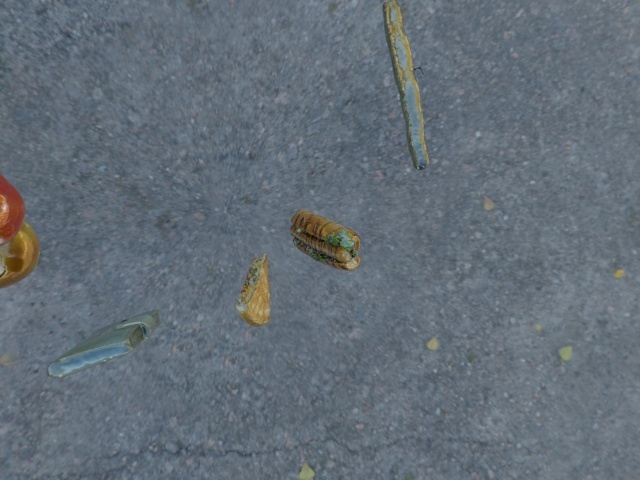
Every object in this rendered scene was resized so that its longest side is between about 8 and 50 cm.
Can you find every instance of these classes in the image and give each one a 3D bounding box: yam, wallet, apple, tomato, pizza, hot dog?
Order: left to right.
[{"bbox_3d":[-0.854,-0.091,1.340,0.232,0.232,0.188,31,75,-10],"label":"tomato"},{"bbox_3d":[-0.953,0.027,1.591,0.237,0.207,0.236,1,93,11],"label":"apple"},{"bbox_3d":[-0.604,0.288,1.580,0.252,0.360,0.083,-22,96,-1],"label":"wallet"},{"bbox_3d":[-0.175,0.125,1.437,0.062,0.188,0.198,3,68,13],"label":"pizza"},{"bbox_3d":[0.000,0.000,0.535,0.037,0.122,0.049,-16,109,-24],"label":"hot dog"},{"bbox_3d":[0.096,-0.178,0.601,0.029,0.027,0.234,1,64,-14],"label":"yam"}]
